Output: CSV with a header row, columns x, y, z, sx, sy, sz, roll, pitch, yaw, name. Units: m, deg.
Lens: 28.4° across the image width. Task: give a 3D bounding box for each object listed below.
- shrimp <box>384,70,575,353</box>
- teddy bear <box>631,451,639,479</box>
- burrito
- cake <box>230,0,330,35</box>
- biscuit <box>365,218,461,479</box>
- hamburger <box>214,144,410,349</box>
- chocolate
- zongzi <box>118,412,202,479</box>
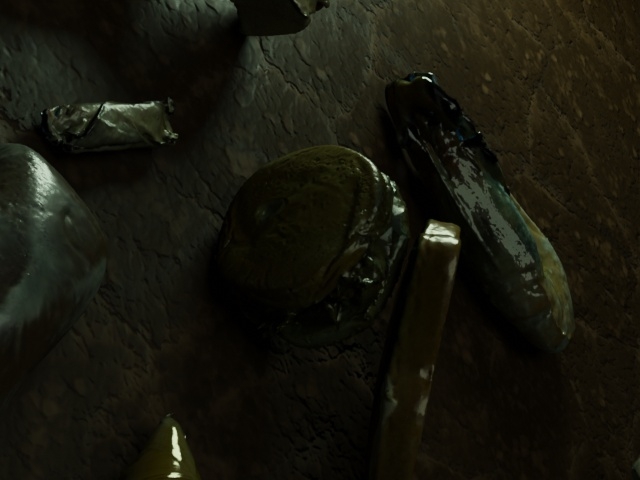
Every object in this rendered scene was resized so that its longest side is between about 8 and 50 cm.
x,y,z,sx,sy,sz,roll,pitch,yaw,name
0.233,-0.041,1.715,0.445,0.110,0.221,56,29,-19,shrimp
0.432,0.508,1.625,0.327,0.375,0.362,38,0,-34,teddy bear
-0.199,-0.111,1.225,0.171,0.042,0.051,-11,81,-58,burrito
-0.057,-0.326,1.417,0.220,0.117,0.086,77,30,-42,cake
0.094,0.109,1.317,0.287,0.057,0.343,96,7,-49,biscuit
0.000,0.000,1.298,0.122,0.189,0.215,46,35,-41,hamburger
-0.252,0.025,1.027,0.157,0.080,0.254,52,36,-18,chocolate
-0.110,0.260,1.062,0.194,0.099,0.197,54,28,-15,zongzi
